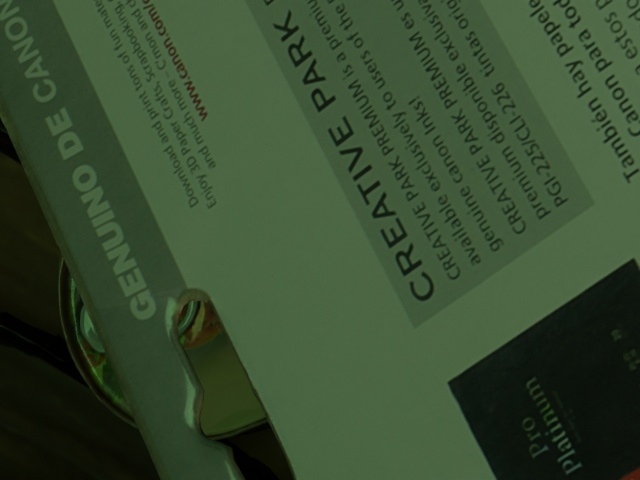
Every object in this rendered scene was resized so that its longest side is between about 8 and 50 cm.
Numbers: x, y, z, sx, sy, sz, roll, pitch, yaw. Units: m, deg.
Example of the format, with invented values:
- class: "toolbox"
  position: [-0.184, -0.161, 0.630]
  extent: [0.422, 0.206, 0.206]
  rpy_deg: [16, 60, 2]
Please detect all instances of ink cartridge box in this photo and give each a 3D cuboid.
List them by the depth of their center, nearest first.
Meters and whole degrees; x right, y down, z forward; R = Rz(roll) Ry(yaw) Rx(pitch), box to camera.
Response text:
- class: "ink cartridge box"
  position: [0.086, -0.012, 0.437]
  extent: [0.272, 0.130, 0.309]
  rpy_deg: [-35, 69, 24]

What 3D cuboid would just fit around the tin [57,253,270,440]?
- class: "tin"
  position: [0.000, 0.000, 0.576]
  extent: [0.189, 0.040, 0.106]
  rpy_deg: [-23, 73, 20]
